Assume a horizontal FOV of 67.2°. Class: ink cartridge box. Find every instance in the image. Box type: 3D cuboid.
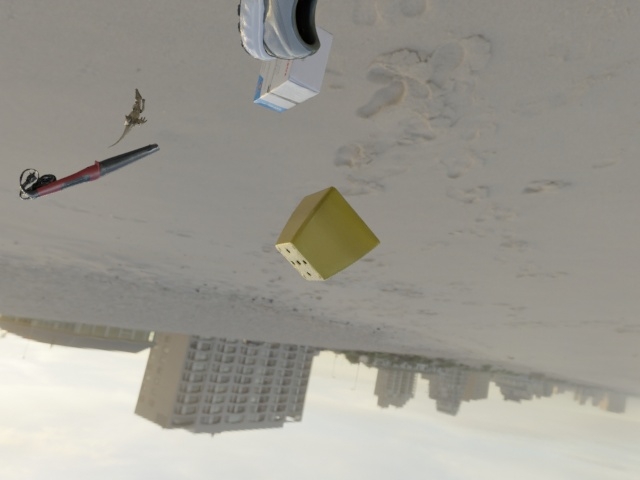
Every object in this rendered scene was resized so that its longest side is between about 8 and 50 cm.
[{"bbox_3d":[-0.069,-0.402,1.132,0.086,0.148,0.203,16,173,-30],"label":"ink cartridge box"}]

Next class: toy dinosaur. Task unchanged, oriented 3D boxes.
[{"bbox_3d":[-0.509,-0.323,1.304,0.053,0.183,0.092,26,171,-32],"label":"toy dinosaur"}]

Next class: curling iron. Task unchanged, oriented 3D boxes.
[{"bbox_3d":[-0.451,-0.146,0.948,0.274,0.068,0.035,-25,157,-24],"label":"curling iron"}]

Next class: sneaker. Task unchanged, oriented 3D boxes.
[{"bbox_3d":[-0.041,-0.355,0.579,0.108,0.100,0.271,17,130,24],"label":"sneaker"}]

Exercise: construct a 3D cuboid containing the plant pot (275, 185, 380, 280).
[{"bbox_3d":[0.000,0.000,1.369,0.212,0.187,0.212,49,159,-14],"label":"plant pot"}]
